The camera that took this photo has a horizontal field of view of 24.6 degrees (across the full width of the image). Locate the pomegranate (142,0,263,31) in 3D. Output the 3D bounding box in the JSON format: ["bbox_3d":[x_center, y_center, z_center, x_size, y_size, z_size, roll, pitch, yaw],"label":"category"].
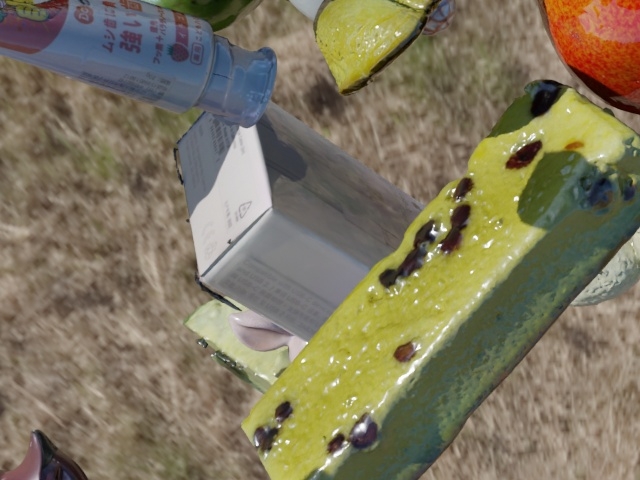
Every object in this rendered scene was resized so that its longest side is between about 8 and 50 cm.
[{"bbox_3d":[-0.114,-0.210,1.084,0.191,0.152,0.131,-18,99,25],"label":"pomegranate"}]

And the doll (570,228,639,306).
[{"bbox_3d":[0.251,-0.025,1.292,0.278,0.149,0.175,-10,72,31],"label":"doll"}]

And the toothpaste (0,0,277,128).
[{"bbox_3d":[-0.139,-0.119,0.834,0.234,0.057,0.089,15,38,-25],"label":"toothpaste"}]

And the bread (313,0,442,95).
[{"bbox_3d":[0.052,-0.177,1.051,0.065,0.188,0.149,43,110,-8],"label":"bread"}]

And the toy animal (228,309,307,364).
[{"bbox_3d":[0.011,0.113,1.563,0.212,0.124,0.124,37,77,-13],"label":"toy animal"}]

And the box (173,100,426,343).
[{"bbox_3d":[0.000,0.000,1.310,0.106,0.251,0.203,-45,32,20],"label":"box"}]

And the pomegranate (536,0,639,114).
[{"bbox_3d":[0.248,-0.205,1.072,0.210,0.210,0.235,-34,80,-4],"label":"pomegranate"}]

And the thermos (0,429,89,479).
[{"bbox_3d":[-0.318,0.271,1.120,0.330,0.109,0.136,-28,59,3],"label":"thermos"}]

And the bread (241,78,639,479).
[{"bbox_3d":[0.093,0.045,1.047,0.361,0.077,0.138,-50,32,9],"label":"bread"}]

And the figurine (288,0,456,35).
[{"bbox_3d":[0.012,-0.294,1.445,0.167,0.370,0.281,-47,112,-5],"label":"figurine"}]

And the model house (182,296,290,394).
[{"bbox_3d":[0.030,0.104,1.817,0.261,0.321,0.266,30,80,45],"label":"model house"}]
